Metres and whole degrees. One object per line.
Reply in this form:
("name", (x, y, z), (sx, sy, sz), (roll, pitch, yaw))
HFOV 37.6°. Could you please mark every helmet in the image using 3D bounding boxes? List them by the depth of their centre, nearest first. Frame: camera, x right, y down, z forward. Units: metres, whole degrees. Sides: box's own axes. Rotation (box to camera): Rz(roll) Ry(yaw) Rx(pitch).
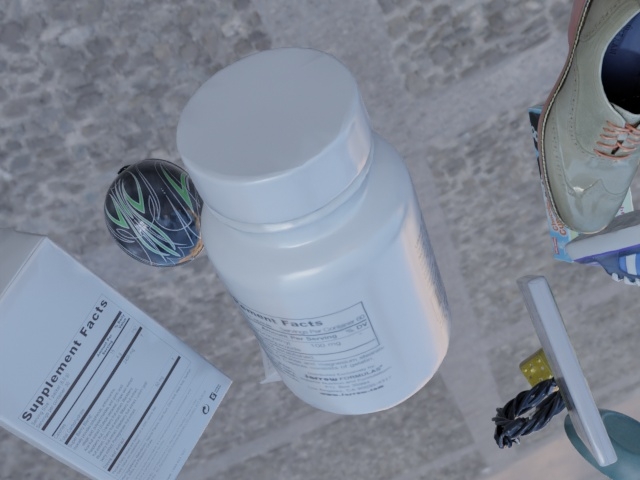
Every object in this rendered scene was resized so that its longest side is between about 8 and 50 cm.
("helmet", (-0.260, -0.040, 1.496), (0.169, 0.161, 0.169), (-3, 122, -6))

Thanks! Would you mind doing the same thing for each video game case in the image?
("video game case", (0.282, 0.141, 1.096), (0.023, 0.212, 0.193), (-22, 175, 7))

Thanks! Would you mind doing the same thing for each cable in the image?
("cable", (0.331, 0.251, 1.462), (0.150, 0.047, 0.184), (-44, 174, 17))

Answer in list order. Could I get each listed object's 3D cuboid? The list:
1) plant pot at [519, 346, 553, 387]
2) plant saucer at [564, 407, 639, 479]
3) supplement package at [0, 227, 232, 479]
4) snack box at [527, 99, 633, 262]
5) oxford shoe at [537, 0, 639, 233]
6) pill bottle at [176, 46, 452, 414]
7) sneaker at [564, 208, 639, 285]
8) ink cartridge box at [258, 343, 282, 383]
("plant pot", (0.415, 0.238, 1.737), (0.081, 0.081, 0.083), (-44, 157, 31))
("plant saucer", (0.479, 0.317, 1.475), (0.195, 0.195, 0.037), (-1, 123, -40))
("supplement package", (-0.280, 0.139, 1.032), (0.177, 0.175, 0.293), (7, 149, 49))
("snack box", (0.525, -0.138, 1.875), (0.187, 0.322, 0.060), (-24, -159, -25))
("oxford shoe", (0.373, -0.160, 1.234), (0.140, 0.146, 0.397), (-3, 124, 0))
("pill bottle", (0.000, 0.000, 0.582), (0.131, 0.131, 0.229), (-23, 139, 0))
("sneaker", (0.554, 0.067, 1.469), (0.130, 0.236, 0.323), (-28, -174, -39))
("ink cartridge box", (-0.009, 0.116, 1.109), (0.104, 0.061, 0.181), (-7, 163, -23))
